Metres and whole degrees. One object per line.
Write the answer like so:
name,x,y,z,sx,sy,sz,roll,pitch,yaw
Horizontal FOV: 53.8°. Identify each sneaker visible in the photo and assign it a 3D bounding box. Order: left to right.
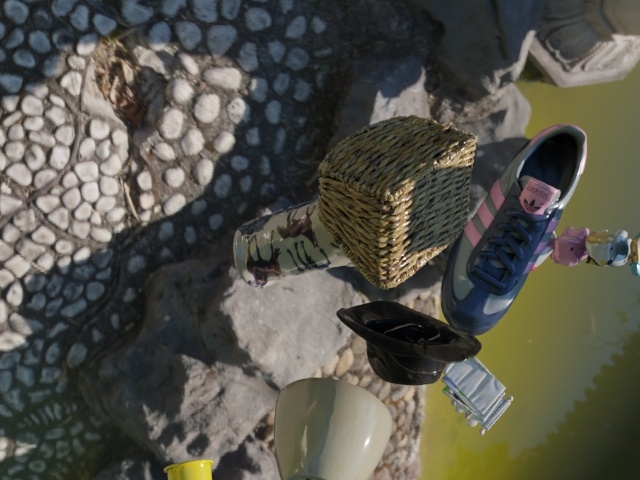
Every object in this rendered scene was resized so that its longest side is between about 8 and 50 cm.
sneaker,0.260,-0.023,0.853,0.112,0.131,0.319,27,77,8

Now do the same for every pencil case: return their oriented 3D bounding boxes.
pencil case,0.000,0.000,1.407,0.410,0.160,0.183,-14,107,28

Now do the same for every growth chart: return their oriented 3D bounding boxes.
growth chart,0.437,0.424,1.826,0.172,0.237,0.021,-33,160,-16

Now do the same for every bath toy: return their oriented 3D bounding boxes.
bath toy,0.670,0.027,1.638,0.151,0.348,0.129,31,73,-37

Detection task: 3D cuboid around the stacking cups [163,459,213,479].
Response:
stacking cups,-0.226,0.565,1.133,0.096,0.316,0.096,-8,152,-5

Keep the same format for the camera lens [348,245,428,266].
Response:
camera lens,0.161,-0.054,1.625,0.274,0.219,0.219,-7,115,1

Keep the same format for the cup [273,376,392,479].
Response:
cup,0.010,0.560,1.673,0.331,0.237,0.331,9,131,10

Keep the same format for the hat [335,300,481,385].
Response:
hat,0.188,0.251,1.436,0.331,0.331,0.134,3,105,-24

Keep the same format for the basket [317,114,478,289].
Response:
basket,0.137,-0.085,1.223,0.299,0.213,0.223,-35,137,-35
